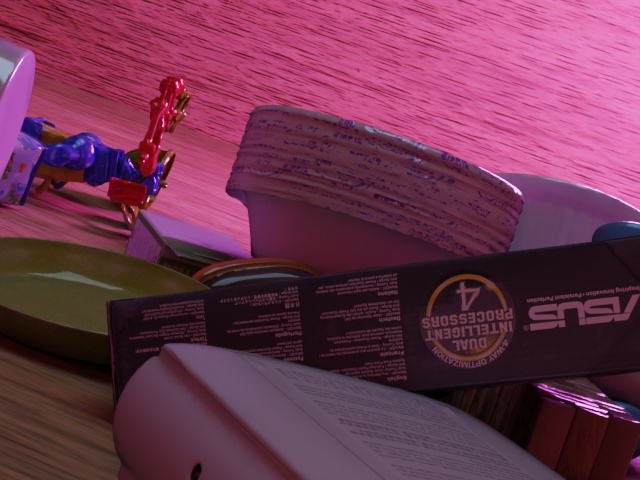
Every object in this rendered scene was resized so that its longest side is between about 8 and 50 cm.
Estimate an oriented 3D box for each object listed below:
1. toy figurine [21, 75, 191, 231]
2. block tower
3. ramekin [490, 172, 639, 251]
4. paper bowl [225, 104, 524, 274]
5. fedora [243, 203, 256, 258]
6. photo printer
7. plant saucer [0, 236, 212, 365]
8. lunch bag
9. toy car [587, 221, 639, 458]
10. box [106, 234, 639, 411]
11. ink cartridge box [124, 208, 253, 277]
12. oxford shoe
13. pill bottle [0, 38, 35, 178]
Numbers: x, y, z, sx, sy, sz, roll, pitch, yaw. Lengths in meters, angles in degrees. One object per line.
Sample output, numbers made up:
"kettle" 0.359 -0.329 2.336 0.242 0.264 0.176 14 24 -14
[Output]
"toy figurine" -0.293 -0.132 2.124 0.217 0.191 0.362 14 6 -1
"block tower" 0.180 0.150 1.488 0.091 0.097 0.335 17 8 -10
"ramekin" 0.235 0.050 1.868 0.277 0.135 0.277 14 -23 6
"paper bowl" 0.045 -0.019 1.683 0.284 0.148 0.284 18 -6 2
"fedora" 0.000 0.000 2.067 0.244 0.124 0.275 16 15 -5
"photo printer" 0.049 0.164 0.939 0.256 0.107 0.307 16 8 -29
"plant saucer" -0.188 0.053 1.397 0.241 0.037 0.241 13 13 -3
"lunch bag" -0.407 -0.105 1.919 0.151 0.096 0.129 34 13 29
"toy car" 0.286 0.133 1.695 0.210 0.219 0.238 20 -24 -22
"box" 0.094 0.062 1.250 0.395 0.097 0.318 -8 -7 22
"ink cartridge box" -0.125 0.031 1.737 0.109 0.062 0.209 17 7 -19
"oxford shoe" 0.003 0.085 1.539 0.271 0.096 0.098 15 14 -29
"pill bottle" -0.485 -0.165 1.707 0.363 0.210 0.210 19 7 -2
